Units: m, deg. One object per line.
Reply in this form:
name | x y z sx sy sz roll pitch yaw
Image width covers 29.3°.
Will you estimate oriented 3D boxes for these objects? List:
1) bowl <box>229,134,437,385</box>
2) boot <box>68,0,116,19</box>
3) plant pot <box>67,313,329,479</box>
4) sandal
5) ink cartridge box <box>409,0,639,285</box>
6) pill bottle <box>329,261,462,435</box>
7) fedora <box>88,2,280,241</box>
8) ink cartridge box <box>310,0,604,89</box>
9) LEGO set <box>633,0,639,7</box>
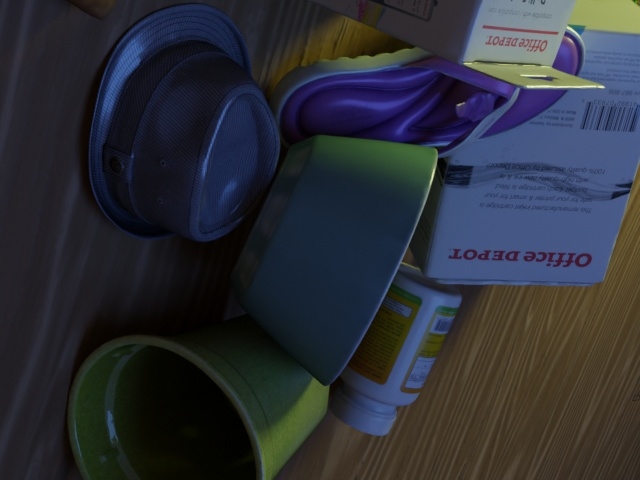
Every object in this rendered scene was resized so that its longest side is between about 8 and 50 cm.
bowl | 0.000 0.000 1.453 0.311 0.163 0.311 -156 -90 -86
boot | -0.221 -0.341 1.066 0.280 0.096 0.264 10 106 -57
plant pot | -0.122 0.208 1.505 0.254 0.276 0.276 -27 136 -56
sandal | 0.145 -0.165 1.527 0.416 0.102 0.169 -13 130 -9
ink cartridge box | 0.295 -0.144 1.741 0.285 0.166 0.395 3 119 -14
pill bottle | 0.107 0.166 1.864 0.136 0.136 0.246 8 109 -55
fedora | -0.129 -0.108 1.343 0.243 0.124 0.275 -16 127 -48
ink cartridge box | 0.147 -0.281 1.370 0.207 0.353 0.119 -9 122 -51
LEGO set | 0.679 -0.318 2.212 0.331 0.192 0.255 -3 118 -53
